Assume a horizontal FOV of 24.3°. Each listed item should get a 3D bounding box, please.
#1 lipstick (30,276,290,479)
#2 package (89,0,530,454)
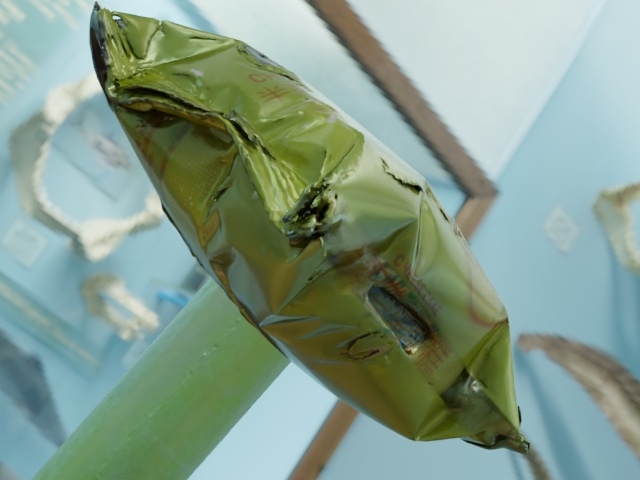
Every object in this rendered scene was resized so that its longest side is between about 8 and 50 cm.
[{"bbox_3d":[-0.071,0.081,0.899,0.076,0.304,0.076,41,-1,1],"label":"lipstick"},{"bbox_3d":[0.000,0.000,0.623,0.168,0.090,0.226,42,-7,41],"label":"package"}]
